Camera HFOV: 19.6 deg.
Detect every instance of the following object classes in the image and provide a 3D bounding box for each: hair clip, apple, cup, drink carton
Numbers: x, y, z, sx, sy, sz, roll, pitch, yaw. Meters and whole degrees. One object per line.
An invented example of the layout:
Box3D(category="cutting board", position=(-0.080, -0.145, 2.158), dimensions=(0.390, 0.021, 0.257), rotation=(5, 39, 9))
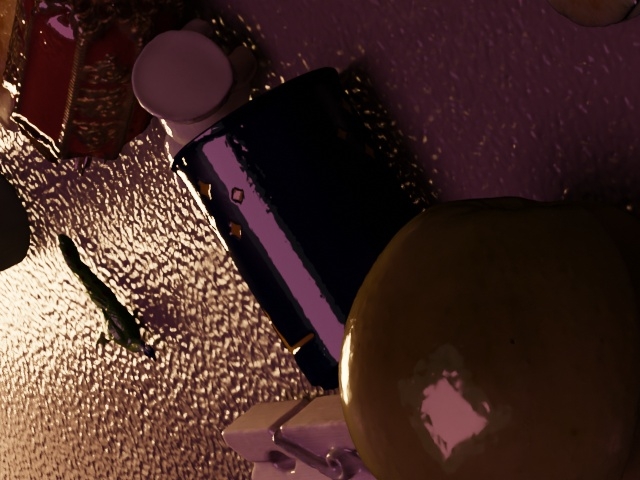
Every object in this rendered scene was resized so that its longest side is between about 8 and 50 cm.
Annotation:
Box3D(category="hair clip", position=(0.021, 0.212, 1.904), dimensions=(0.330, 0.085, 0.101), rotation=(-10, 115, 52))
Box3D(category="apple", position=(0.160, 0.094, 1.442), dimensions=(0.292, 0.292, 0.254), rotation=(6, 96, 54))
Box3D(category="cup", position=(0.015, -0.010, 1.744), dimensions=(0.178, 0.255, 0.256), rotation=(-33, 85, 20))
Box3D(category="drink carton", position=(-0.488, -0.002, 2.405), dimensions=(0.185, 0.189, 0.191), rotation=(49, 144, 25))

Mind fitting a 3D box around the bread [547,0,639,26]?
Box3D(category="bread", position=(0.176, -0.265, 1.374), dimensions=(0.232, 0.064, 0.172), rotation=(41, 141, 30))

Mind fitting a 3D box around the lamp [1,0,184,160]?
Box3D(category="lamp", position=(-0.235, -0.205, 1.915), dimensions=(0.177, 0.177, 0.274), rotation=(51, 145, 21))

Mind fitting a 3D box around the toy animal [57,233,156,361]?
Box3D(category="toy animal", position=(-0.270, 0.086, 2.294), dimensions=(0.217, 0.041, 0.075), rotation=(49, 144, 31))

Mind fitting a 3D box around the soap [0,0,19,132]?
Box3D(category="soap", position=(-0.356, -0.276, 2.122), dimensions=(0.173, 0.089, 0.274), rotation=(47, 145, 24))

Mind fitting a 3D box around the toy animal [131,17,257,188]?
Box3D(category="toy animal", position=(-0.116, -0.131, 1.890), dimensions=(0.103, 0.131, 0.221), rotation=(15, 160, 12))

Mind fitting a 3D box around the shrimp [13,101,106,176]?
Box3D(category="shrimp", position=(-0.293, -0.151, 2.077), dimensions=(0.051, 0.132, 0.188), rotation=(15, 134, 47))
